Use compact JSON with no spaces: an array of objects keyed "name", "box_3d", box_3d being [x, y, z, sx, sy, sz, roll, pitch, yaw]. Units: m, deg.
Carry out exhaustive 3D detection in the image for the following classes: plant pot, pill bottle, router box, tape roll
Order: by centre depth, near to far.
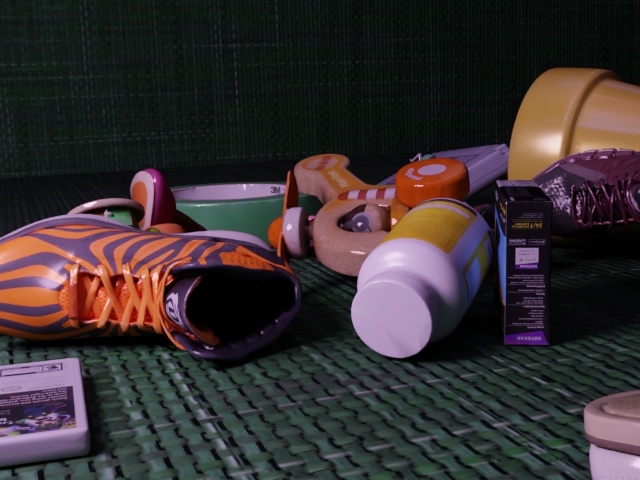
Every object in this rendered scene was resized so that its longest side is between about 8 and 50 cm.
[{"name":"pill bottle","box_3d":[0.096,0.034,0.806,0.103,0.103,0.184,2,22,24]},{"name":"router box","box_3d":[0.197,0.015,0.846,0.046,0.133,0.179,0,10,9]},{"name":"plant pot","box_3d":[0.422,-0.108,1.181,0.239,0.254,0.254,10,15,40]},{"name":"tape roll","box_3d":[-0.153,-0.047,1.451,0.321,0.077,0.321,-2,10,0]}]

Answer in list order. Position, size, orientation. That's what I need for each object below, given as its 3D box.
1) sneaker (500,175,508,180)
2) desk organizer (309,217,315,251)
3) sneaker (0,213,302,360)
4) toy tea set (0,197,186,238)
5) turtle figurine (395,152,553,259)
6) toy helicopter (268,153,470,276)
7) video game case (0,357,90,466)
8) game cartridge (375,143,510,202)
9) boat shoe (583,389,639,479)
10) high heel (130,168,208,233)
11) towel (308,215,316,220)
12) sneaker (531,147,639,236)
[{"name":"sneaker","box_3d":[0.387,-0.090,1.481,0.178,0.124,0.295,6,10,-7]},{"name":"desk organizer","box_3d":[0.000,0.000,1.213,0.047,0.050,0.130,29,-16,-16]},{"name":"sneaker","box_3d":[-0.169,0.043,0.789,0.320,0.125,0.180,-5,9,-16]},{"name":"toy tea set","box_3d":[-0.282,0.047,0.939,0.335,0.124,0.200,-9,-18,-17]},{"name":"turtle figurine","box_3d":[0.188,-0.020,1.134,0.175,0.118,0.234,40,-14,-32]},{"name":"toy helicopter","box_3d":[0.028,-0.036,1.065,0.234,0.140,0.355,-17,25,-11]},{"name":"video game case","box_3d":[-0.268,0.128,0.619,0.190,0.022,0.173,-4,10,-17]},{"name":"game cartridge","box_3d":[0.190,-0.095,1.485,0.198,0.062,0.297,-35,13,-14]},{"name":"boat shoe","box_3d":[0.252,0.118,0.319,0.302,0.104,0.113,3,6,28]},{"name":"high heel","box_3d":[-0.181,-0.030,1.116,0.117,0.082,0.244,-14,-26,-18]},{"name":"towel","box_3d":[0.091,-0.025,1.319,0.196,0.029,0.144,1,-1,14]},{"name":"sneaker","box_3d":[0.351,-0.058,1.008,0.281,0.107,0.162,-14,4,31]}]
